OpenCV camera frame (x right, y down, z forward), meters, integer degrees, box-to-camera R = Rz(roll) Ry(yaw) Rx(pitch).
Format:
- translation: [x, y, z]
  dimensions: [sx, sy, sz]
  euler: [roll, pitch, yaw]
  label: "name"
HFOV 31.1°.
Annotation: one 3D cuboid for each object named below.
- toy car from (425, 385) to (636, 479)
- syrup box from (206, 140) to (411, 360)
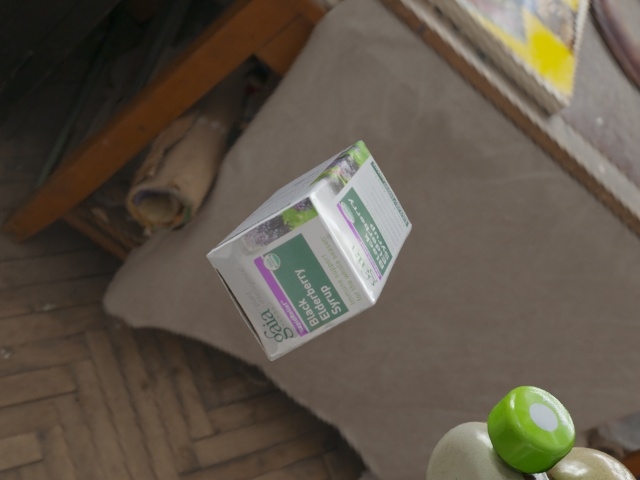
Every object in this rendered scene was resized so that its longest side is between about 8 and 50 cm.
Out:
- translation: [0.169, 0.194, 0.758]
  dimensions: [0.188, 0.155, 0.149]
  euler: [9, 47, -28]
  label: "toy car"
- translation: [0.000, 0.000, 0.918]
  dimensions: [0.093, 0.096, 0.237]
  euler: [58, 16, -6]
  label: "syrup box"
